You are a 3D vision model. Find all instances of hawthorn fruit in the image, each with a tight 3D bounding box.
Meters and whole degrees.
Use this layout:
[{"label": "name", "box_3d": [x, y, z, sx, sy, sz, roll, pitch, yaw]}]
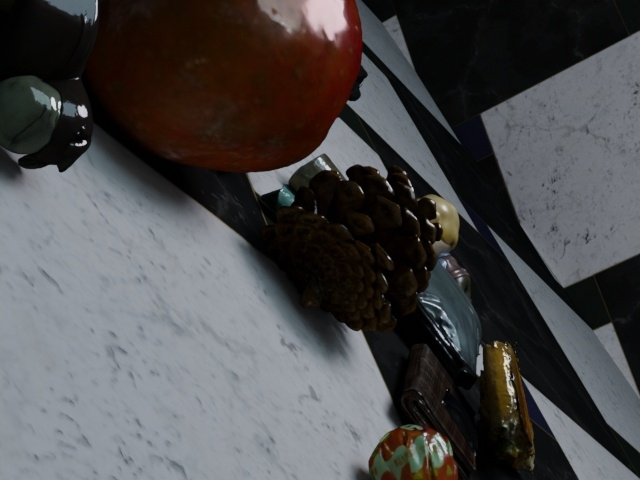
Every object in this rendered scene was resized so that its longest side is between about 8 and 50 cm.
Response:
[{"label": "hawthorn fruit", "box_3d": [-0.094, -0.202, 1.228, 0.284, 0.284, 0.284, 48, 14, -16]}]

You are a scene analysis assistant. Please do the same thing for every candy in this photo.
[{"label": "candy", "box_3d": [0.132, 0.295, 1.111, 0.084, 0.078, 0.287, -2, 57, -53]}]

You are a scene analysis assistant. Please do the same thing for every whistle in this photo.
[{"label": "whistle", "box_3d": [0.000, 0.000, 1.500, 0.186, 0.039, 0.039, 44, 15, -29]}]

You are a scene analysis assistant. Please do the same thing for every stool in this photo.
[{"label": "stool", "box_3d": [-0.237, -0.146, 0.953, 0.121, 0.125, 0.217, 13, 56, -42]}]

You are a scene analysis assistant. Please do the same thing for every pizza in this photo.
[{"label": "pizza", "box_3d": [0.229, 0.215, 1.566, 0.226, 0.069, 0.147, 56, 25, -68]}]

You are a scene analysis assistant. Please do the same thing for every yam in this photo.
[{"label": "yam", "box_3d": [0.032, -0.034, 1.632, 0.169, 0.068, 0.068, 52, 13, -2]}]

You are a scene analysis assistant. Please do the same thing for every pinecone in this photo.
[{"label": "pinecone", "box_3d": [0.045, 0.000, 1.373, 0.185, 0.169, 0.212, 63, 24, -15]}]

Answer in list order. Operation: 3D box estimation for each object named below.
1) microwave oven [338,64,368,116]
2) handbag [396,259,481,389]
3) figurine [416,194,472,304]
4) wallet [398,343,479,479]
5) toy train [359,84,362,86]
[{"label": "microwave oven", "box_3d": [-0.068, -0.197, 1.485, 0.188, 0.178, 0.247, 51, 14, -1]}, {"label": "handbag", "box_3d": [0.160, 0.096, 1.724, 0.191, 0.075, 0.332, 55, 10, -2]}, {"label": "figurine", "box_3d": [0.181, 0.024, 1.949, 0.114, 0.108, 0.196, 5, 65, -58]}, {"label": "wallet", "box_3d": [0.140, 0.195, 1.440, 0.124, 0.042, 0.230, 52, 8, -3]}, {"label": "toy train", "box_3d": [-0.084, -0.403, 2.160, 0.407, 0.086, 0.088, 51, 14, -5]}]
